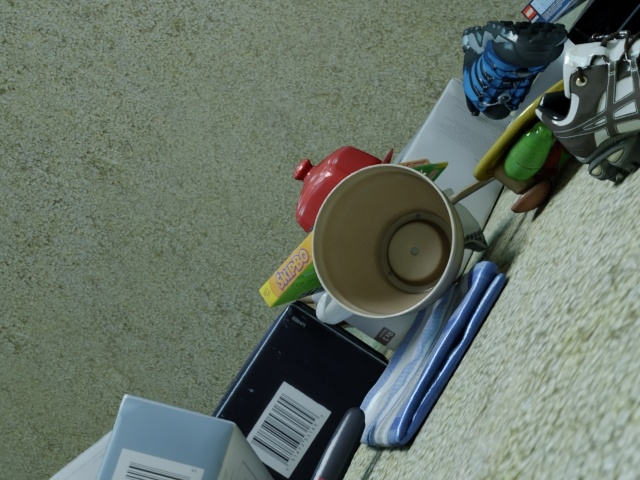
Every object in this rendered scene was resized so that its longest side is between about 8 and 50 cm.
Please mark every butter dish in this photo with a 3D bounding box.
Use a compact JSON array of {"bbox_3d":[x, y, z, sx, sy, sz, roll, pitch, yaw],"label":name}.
[{"bbox_3d":[0.016,-0.075,1.458,0.160,0.118,0.160,-57,0,31],"label":"butter dish"}]

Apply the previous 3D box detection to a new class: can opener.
[{"bbox_3d":[0.000,0.258,1.056,0.186,0.073,0.059,-59,-8,-17],"label":"can opener"}]

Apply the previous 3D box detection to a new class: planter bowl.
[{"bbox_3d":[0.087,0.007,1.085,0.162,0.162,0.109,-58,-28,9],"label":"planter bowl"}]

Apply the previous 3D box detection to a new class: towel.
[{"bbox_3d":[0.108,0.130,1.092,0.209,0.034,0.285,-58,-1,-12],"label":"towel"}]

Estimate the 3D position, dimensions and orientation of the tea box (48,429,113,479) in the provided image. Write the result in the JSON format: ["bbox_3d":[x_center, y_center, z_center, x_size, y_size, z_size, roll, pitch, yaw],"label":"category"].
[{"bbox_3d":[-0.337,0.558,1.701,0.329,0.324,0.220,-57,-11,28],"label":"tea box"}]

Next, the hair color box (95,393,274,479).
[{"bbox_3d":[-0.132,0.302,1.021,0.374,0.114,0.185,77,-152,-65],"label":"hair color box"}]

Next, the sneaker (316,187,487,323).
[{"bbox_3d":[0.098,0.035,1.212,0.235,0.094,0.090,-37,2,-15],"label":"sneaker"}]

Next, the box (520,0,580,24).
[{"bbox_3d":[0.404,-0.402,1.464,0.233,0.044,0.159,-37,-7,-44],"label":"box"}]

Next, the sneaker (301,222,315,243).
[{"bbox_3d":[0.002,0.002,1.349,0.170,0.051,0.089,-53,-7,24],"label":"sneaker"}]

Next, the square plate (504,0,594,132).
[{"bbox_3d":[0.339,-0.239,1.292,0.347,0.049,0.344,-57,-2,-7],"label":"square plate"}]

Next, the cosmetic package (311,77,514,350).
[{"bbox_3d":[0.157,-0.046,1.523,0.217,0.156,0.385,-57,-1,44],"label":"cosmetic package"}]

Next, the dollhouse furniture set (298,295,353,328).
[{"bbox_3d":[0.041,0.144,1.695,0.242,0.161,0.212,-88,1,-67],"label":"dollhouse furniture set"}]

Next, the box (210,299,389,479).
[{"bbox_3d":[-0.048,0.250,1.405,0.296,0.183,0.294,-56,-2,-2],"label":"box"}]

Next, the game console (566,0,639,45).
[{"bbox_3d":[0.332,-0.304,1.089,0.213,0.044,0.361,-52,12,16],"label":"game console"}]

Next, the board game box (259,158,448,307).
[{"bbox_3d":[0.040,-0.014,1.219,0.124,0.039,0.259,-14,-24,-51],"label":"board game box"}]

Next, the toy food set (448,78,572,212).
[{"bbox_3d":[0.232,-0.086,1.044,0.128,0.071,0.218,-28,-16,-33],"label":"toy food set"}]

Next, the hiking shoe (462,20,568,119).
[{"bbox_3d":[0.264,-0.230,1.381,0.304,0.113,0.132,-95,7,-82],"label":"hiking shoe"}]

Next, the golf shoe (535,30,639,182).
[{"bbox_3d":[0.223,-0.119,0.721,0.077,0.094,0.198,-55,-1,-35],"label":"golf shoe"}]
